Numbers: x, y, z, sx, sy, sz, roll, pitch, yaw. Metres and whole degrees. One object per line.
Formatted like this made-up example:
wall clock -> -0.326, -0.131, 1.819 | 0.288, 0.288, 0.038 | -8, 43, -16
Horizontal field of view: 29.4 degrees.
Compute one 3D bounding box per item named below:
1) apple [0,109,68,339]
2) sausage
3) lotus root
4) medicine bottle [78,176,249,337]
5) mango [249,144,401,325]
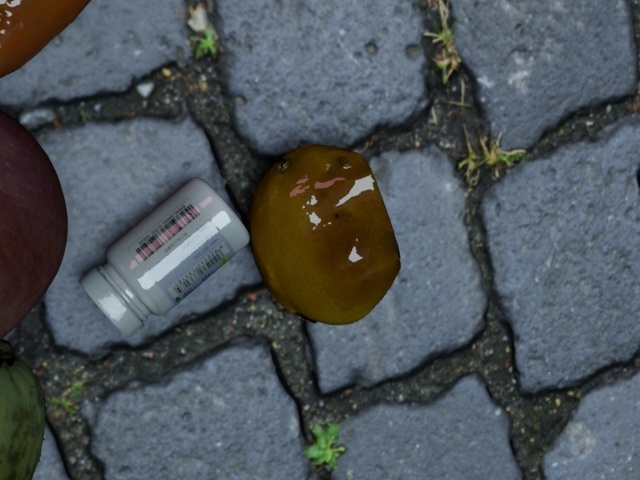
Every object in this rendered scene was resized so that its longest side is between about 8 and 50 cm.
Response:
apple -> -0.406, -0.004, 1.233 | 0.305, 0.306, 0.235 | -29, 142, -13
sausage -> -0.323, -0.261, 1.283 | 0.258, 0.133, 0.133 | -46, 114, -7
lotus root -> -0.406, 0.262, 1.367 | 0.173, 0.173, 0.309 | 12, 100, -24
medicine bottle -> -0.181, 0.020, 1.419 | 0.186, 0.103, 0.103 | -41, 114, -9
mango -> 0.000, 0.000, 1.473 | 0.166, 0.136, 0.236 | -20, 115, -1
